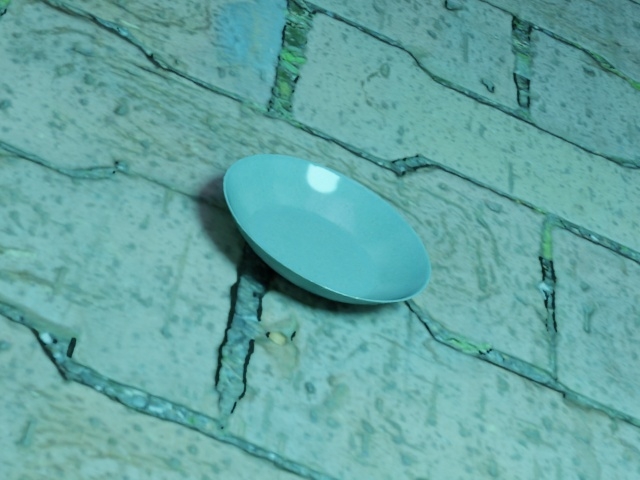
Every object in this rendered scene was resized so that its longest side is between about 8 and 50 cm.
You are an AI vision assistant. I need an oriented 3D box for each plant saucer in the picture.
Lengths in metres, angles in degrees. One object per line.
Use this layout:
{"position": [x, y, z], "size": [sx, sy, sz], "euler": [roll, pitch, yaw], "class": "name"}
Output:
{"position": [0.000, 0.000, 1.465], "size": [0.195, 0.037, 0.195], "euler": [21, 30, -13], "class": "plant saucer"}
